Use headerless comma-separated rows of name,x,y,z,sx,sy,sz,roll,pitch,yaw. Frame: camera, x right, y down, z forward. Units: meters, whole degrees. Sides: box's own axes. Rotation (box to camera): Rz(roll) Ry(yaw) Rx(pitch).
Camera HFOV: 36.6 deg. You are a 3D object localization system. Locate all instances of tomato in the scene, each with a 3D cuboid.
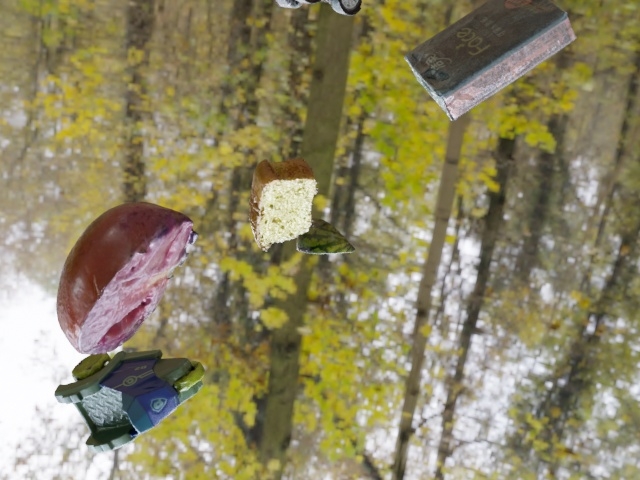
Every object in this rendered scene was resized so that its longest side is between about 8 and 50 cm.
tomato,-0.413,0.052,1.890,0.176,0.334,0.290,36,-154,10

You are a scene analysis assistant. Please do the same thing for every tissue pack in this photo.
tissue pack,0.363,-0.412,2.095,0.316,0.103,0.228,-33,-146,4

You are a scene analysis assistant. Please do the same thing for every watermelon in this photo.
watermelon,-0.011,0.005,2.100,0.069,0.087,0.163,-49,-152,-23

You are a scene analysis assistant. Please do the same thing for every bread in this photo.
bread,-0.064,-0.062,1.587,0.103,0.187,0.065,-16,-126,-15

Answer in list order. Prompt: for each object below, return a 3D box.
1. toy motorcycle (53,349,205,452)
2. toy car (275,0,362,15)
toy motorcycle,-0.415,0.350,2.126,0.327,0.191,0.200,-16,-159,30
toy car,-0.033,-0.448,1.522,0.172,0.157,0.235,18,-169,41
